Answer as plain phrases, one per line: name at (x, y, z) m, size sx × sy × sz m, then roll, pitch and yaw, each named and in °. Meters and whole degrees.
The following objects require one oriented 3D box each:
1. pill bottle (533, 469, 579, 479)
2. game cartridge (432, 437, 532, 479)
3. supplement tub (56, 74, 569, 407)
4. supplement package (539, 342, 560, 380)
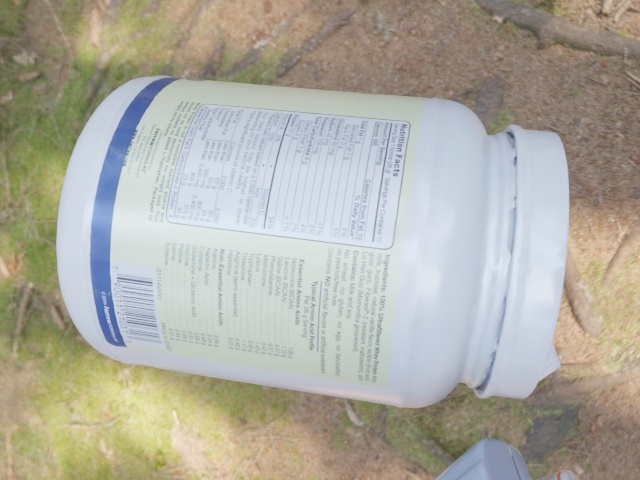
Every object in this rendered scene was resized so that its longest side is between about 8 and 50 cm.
pill bottle at (0.346, 0.485, 1.025) m, size 0.222 × 0.124 × 0.124 m, roll -32°, pitch 74°, yaw 24°
game cartridge at (0.044, 0.248, 0.238) m, size 0.060 × 0.294 × 0.196 m, roll 28°, pitch 115°, yaw -15°
supplement tub at (0.000, 0.000, 0.475) m, size 0.325 × 0.235 × 0.235 m, roll 7°, pitch 100°, yaw 9°
supplement package at (0.321, 0.183, 1.092) m, size 0.105 × 0.105 × 0.179 m, roll 64°, pitch 167°, yaw -20°
